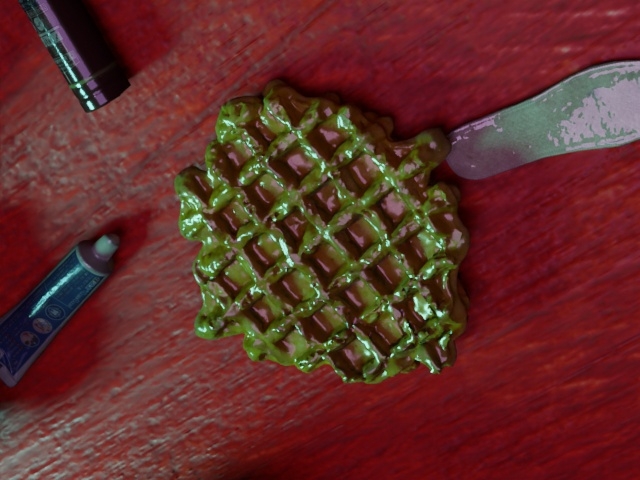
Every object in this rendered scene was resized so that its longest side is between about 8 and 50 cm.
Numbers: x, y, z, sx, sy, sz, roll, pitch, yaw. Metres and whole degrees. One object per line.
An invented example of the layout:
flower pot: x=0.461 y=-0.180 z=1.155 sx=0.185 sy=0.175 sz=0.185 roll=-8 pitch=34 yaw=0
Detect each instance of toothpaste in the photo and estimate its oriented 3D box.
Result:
toothpaste: x=-0.228 y=0.054 z=1.238 sx=0.057 sy=0.035 sz=0.197 roll=48 pitch=122 yaw=1

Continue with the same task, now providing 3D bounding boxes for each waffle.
waffle: x=0.000 y=0.000 z=1.129 sx=0.243 sy=0.059 sz=0.238 roll=11 pitch=117 yaw=13

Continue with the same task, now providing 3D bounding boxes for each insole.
insole: x=0.178 y=-0.088 z=1.059 sx=0.192 sy=0.010 sz=0.063 roll=-18 pitch=109 yaw=23

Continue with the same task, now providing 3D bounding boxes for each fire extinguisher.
fire extinguisher: x=-0.201 y=-0.174 z=1.114 sx=0.158 sy=0.043 sz=0.064 roll=61 pitch=158 yaw=-15
